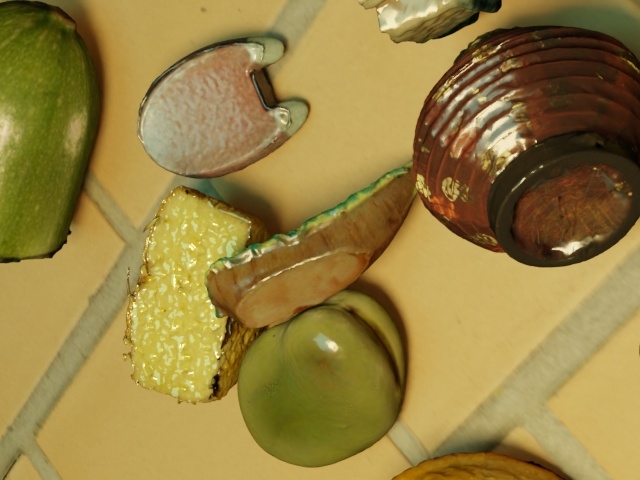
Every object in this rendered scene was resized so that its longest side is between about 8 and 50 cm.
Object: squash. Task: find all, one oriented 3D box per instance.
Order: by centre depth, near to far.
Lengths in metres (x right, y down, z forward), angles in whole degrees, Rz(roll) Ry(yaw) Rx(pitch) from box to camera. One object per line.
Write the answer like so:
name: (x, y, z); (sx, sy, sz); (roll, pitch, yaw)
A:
squash: (-0.439, -0.172, 1.507); (0.310, 0.310, 0.308); (33, 114, 28)

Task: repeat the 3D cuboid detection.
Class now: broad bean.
broad bean: (0.003, 0.167, 1.346); (0.189, 0.121, 0.263); (37, 135, 0)

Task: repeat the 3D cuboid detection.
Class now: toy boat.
toy boat: (0.006, 0.006, 1.262); (0.293, 0.108, 0.099); (-32, 44, 6)
toy boat: (-0.121, -0.160, 1.416); (0.227, 0.085, 0.155); (-22, 93, 26)

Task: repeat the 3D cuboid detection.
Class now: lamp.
lamp: (0.201, -0.097, 1.088); (0.247, 0.247, 0.246); (7, 102, 36)

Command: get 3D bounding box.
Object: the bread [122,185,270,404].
bread: (-0.138, 0.063, 1.417); (0.160, 0.147, 0.260); (14, 99, 26)

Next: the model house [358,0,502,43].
model house: (0.149, -0.370, 1.077); (0.284, 0.243, 0.298); (-22, 89, 29)

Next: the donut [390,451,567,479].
donut: (0.168, 0.367, 1.176); (0.303, 0.110, 0.302); (0, 91, 6)
